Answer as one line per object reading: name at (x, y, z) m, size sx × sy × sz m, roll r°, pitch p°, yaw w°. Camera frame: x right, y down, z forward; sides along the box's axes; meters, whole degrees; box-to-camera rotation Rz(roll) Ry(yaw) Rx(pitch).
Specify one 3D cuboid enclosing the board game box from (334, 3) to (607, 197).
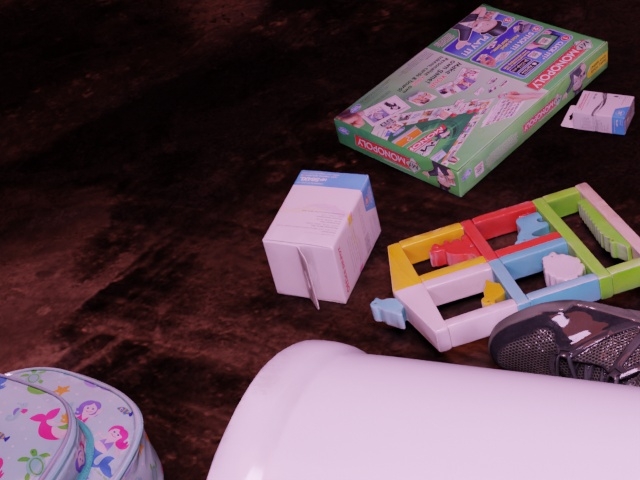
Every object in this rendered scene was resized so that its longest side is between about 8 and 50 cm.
board game box at (0.203, -0.197, 1.482) m, size 0.214 × 0.046 × 0.317 m, roll 29°, pitch 57°, yaw 37°

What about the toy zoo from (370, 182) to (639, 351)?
toy zoo at (0.195, 0.030, 1.219) m, size 0.293 × 0.030 × 0.192 m, roll -17°, pitch 30°, yaw -3°

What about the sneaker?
sneaker at (0.272, 0.128, 1.074) m, size 0.228 × 0.087 × 0.130 m, roll 6°, pitch 39°, yaw 14°

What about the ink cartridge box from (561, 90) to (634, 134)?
ink cartridge box at (0.353, -0.164, 1.416) m, size 0.083 × 0.028 × 0.048 m, roll 11°, pitch 47°, yaw 26°

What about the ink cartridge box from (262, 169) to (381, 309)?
ink cartridge box at (0.000, 0.000, 1.287) m, size 0.090 × 0.092 × 0.143 m, roll 7°, pitch 45°, yaw 23°

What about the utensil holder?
utensil holder at (0.149, 0.249, 0.773) m, size 0.386 × 0.327 × 0.327 m, roll 3°, pitch 44°, yaw 25°

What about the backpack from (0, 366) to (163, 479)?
backpack at (-0.282, 0.235, 1.049) m, size 0.225 × 0.191 × 0.253 m, roll 15°, pitch 44°, yaw 30°
